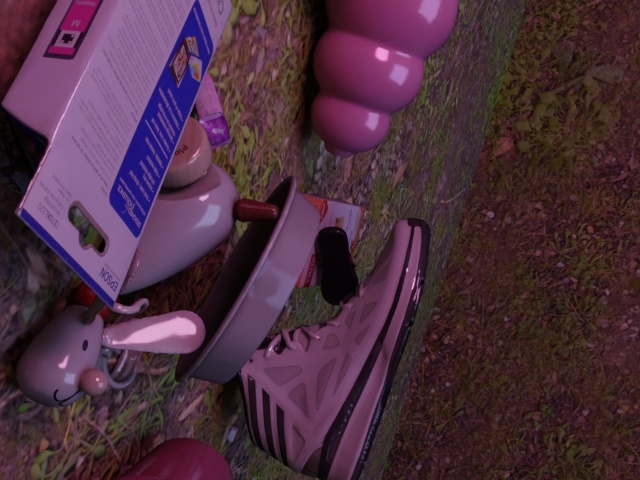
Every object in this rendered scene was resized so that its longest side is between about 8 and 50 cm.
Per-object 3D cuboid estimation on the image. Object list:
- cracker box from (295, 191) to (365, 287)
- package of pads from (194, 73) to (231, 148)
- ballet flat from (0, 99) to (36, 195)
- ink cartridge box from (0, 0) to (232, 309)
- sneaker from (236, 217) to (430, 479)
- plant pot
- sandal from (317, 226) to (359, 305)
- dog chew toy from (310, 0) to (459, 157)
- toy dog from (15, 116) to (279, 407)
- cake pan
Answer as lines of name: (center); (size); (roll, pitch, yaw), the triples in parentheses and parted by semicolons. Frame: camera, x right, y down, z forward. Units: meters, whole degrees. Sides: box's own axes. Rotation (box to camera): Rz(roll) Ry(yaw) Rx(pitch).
cracker box: (0.000, 0.000, 1.255); (0.232, 0.067, 0.156); (2, 104, -68)
package of pads: (-0.131, -0.152, 0.808); (0.050, 0.032, 0.083); (77, -7, -50)
ballet flat: (-0.271, -0.103, 0.528); (0.070, 0.070, 0.188); (-53, 149, -42)
ink cartridge box: (-0.174, -0.143, 0.617); (0.176, 0.069, 0.371); (77, 23, -62)
sneaker: (0.007, 0.147, 1.103); (0.169, 0.257, 0.448); (52, 58, -78)
plant pot: (-0.198, 0.358, 0.886); (0.180, 0.201, 0.201); (-63, 163, -68)
sandal: (0.030, 0.041, 1.186); (0.040, 0.067, 0.179); (-88, 173, -51)
dog chew toy: (0.080, -0.291, 1.077); (0.206, 0.206, 0.332); (-19, 133, -65)
toy dog: (-0.162, 0.034, 0.744); (0.334, 0.160, 0.220); (-70, 158, -8)
cake pan: (-0.090, 0.056, 0.875); (0.293, 0.054, 0.293); (-55, -167, 19)
